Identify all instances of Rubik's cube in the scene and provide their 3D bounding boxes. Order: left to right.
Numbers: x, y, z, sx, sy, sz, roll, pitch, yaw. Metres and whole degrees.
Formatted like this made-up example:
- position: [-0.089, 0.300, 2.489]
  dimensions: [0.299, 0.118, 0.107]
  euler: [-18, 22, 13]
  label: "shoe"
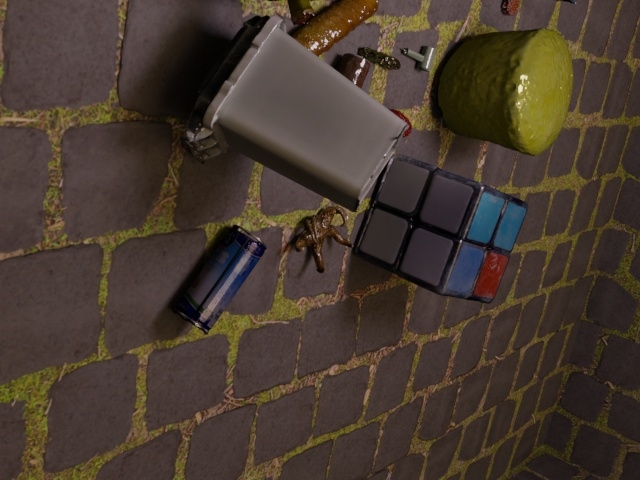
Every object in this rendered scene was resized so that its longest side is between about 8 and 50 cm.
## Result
- position: [0.337, -0.030, 2.046]
  dimensions: [0.318, 0.313, 0.316]
  euler: [12, 99, -51]
  label: "Rubik's cube"

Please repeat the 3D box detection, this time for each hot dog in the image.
- position: [0.030, -0.479, 1.646]
  dimensions: [0.289, 0.068, 0.083]
  euler: [-43, 130, -25]
  label: "hot dog"

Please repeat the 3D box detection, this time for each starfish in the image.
- position: [0.000, 0.001, 1.857]
  dimensions: [0.190, 0.074, 0.146]
  euler: [-29, 128, -38]
  label: "starfish"

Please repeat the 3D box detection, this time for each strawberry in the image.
- position: [0.191, -0.303, 1.926]
  dimensions: [0.096, 0.083, 0.083]
  euler: [36, 81, -45]
  label: "strawberry"

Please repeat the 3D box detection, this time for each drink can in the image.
- position: [-0.220, 0.085, 1.624]
  dimensions: [0.235, 0.097, 0.097]
  euler: [-57, 142, -12]
  label: "drink can"

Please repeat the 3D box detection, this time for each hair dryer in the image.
- position: [0.253, -0.490, 1.937]
  dimensions: [0.124, 0.038, 0.063]
  euler: [10, 100, -44]
  label: "hair dryer"

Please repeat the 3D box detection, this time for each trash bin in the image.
- position: [-0.046, -0.212, 1.424]
  dimensions: [0.296, 0.368, 0.256]
  euler: [-57, 176, -9]
  label: "trash bin"

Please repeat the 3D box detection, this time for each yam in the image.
- position: [0.059, -0.365, 1.735]
  dimensions: [0.079, 0.079, 0.141]
  euler: [24, 90, -53]
  label: "yam"

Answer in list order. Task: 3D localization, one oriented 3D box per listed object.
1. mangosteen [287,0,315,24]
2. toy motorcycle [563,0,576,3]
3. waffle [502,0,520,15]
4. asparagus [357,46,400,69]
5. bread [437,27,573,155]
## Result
- position: [-0.059, -0.544, 1.330]
  dimensions: [0.275, 0.275, 0.302]
  euler: [-19, 103, -44]
  label: "mangosteen"
- position: [0.705, -0.875, 2.117]
  dimensions: [0.125, 0.213, 0.358]
  euler: [8, 102, -51]
  label: "toy motorcycle"
- position: [0.571, -0.708, 2.197]
  dimensions: [0.083, 0.029, 0.075]
  euler: [-18, 125, -48]
  label: "waffle"
- position: [0.152, -0.450, 1.836]
  dimensions: [0.165, 0.030, 0.036]
  euler: [5, 81, -49]
  label: "asparagus"
- position: [0.523, -0.422, 2.065]
  dimensions: [0.348, 0.308, 0.348]
  euler: [-18, 116, -42]
  label: "bread"
